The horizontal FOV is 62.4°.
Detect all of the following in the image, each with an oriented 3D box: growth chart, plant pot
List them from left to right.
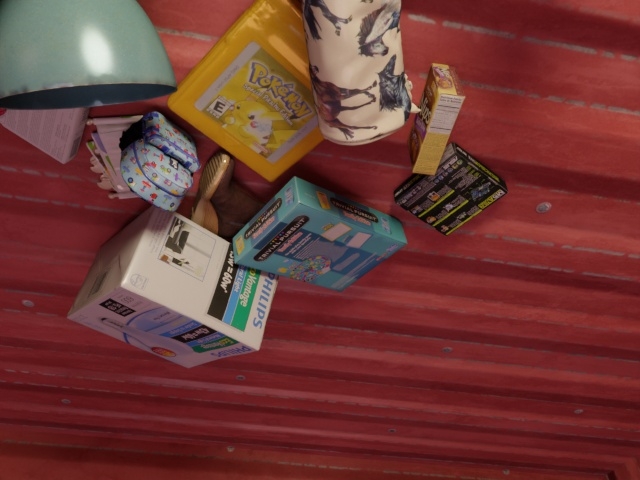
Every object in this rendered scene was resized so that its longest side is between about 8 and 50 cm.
[{"bbox_3d":[-0.397,-0.330,0.860,0.289,0.290,0.196,-6,101,8],"label":"plant pot"},{"bbox_3d":[-0.432,-0.180,1.176,0.171,0.021,0.237,2,137,0],"label":"growth chart"}]

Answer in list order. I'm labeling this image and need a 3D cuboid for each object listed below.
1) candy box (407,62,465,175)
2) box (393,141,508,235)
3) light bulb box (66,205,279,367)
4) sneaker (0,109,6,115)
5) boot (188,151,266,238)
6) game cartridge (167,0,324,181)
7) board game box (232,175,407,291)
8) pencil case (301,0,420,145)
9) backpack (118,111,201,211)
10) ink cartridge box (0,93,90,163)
[{"bbox_3d":[0.221,-0.235,1.038,0.053,0.109,0.187,7,136,-6],"label":"candy box"},{"bbox_3d":[0.298,-0.111,1.218,0.184,0.045,0.190,27,131,-28],"label":"box"},{"bbox_3d":[-0.361,0.134,1.315,0.361,0.226,0.357,33,143,-29],"label":"light bulb box"},{"bbox_3d":[-0.774,-0.266,1.013,0.298,0.112,0.121,5,137,9],"label":"sneaker"},{"bbox_3d":[-0.182,-0.095,1.239,0.206,0.090,0.248,9,137,-26],"label":"boot"},{"bbox_3d":[-0.092,-0.285,1.033,0.285,0.053,0.323,34,129,-31],"label":"game cartridge"},{"bbox_3d":[0.000,0.000,1.270,0.335,0.079,0.253,19,135,-36],"label":"board game box"},{"bbox_3d":[0.061,-0.366,0.832,0.183,0.160,0.411,-26,132,-20],"label":"pencil case"},{"bbox_3d":[-0.323,-0.152,1.072,0.116,0.173,0.158,-35,134,18],"label":"backpack"},{"bbox_3d":[-0.583,-0.285,1.060,0.224,0.056,0.181,34,131,-7],"label":"ink cartridge box"}]
